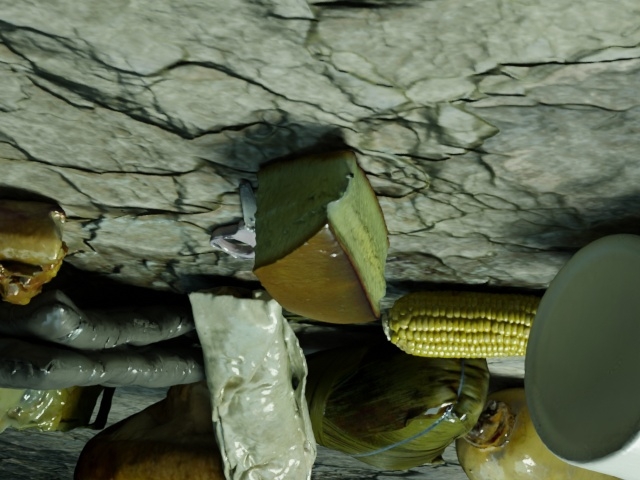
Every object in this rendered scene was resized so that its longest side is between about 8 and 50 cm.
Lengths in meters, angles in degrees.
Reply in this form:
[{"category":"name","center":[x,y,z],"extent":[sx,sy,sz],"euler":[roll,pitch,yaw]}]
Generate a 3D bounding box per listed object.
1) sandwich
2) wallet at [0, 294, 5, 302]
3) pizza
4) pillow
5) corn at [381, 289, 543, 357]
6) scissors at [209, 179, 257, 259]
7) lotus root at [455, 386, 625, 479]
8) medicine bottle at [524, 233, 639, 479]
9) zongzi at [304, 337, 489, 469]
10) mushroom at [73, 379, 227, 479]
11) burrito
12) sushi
[{"category":"sandwich","center":[0.000,0.000,1.122],"extent":[0.096,0.094,0.258],"euler":[-1,160,11]},{"category":"wallet","center":[-0.453,0.055,1.582],"extent":[0.222,0.036,0.167],"euler":[3,163,18]},{"category":"pizza","center":[-0.344,0.014,1.321],"extent":[0.305,0.085,0.161],"euler":[-6,160,39]},{"category":"pillow","center":[-0.267,0.110,1.494],"extent":[0.228,0.101,0.326],"euler":[-1,173,31]},{"category":"corn","center":[0.162,0.083,1.364],"extent":[0.206,0.067,0.067],"euler":[1,162,13]},{"category":"scissors","center":[-0.057,-0.015,1.228],"extent":[0.100,0.015,0.189],"euler":[8,162,6]},{"category":"lotus root","center":[0.271,0.262,1.766],"extent":[0.169,0.151,0.342],"euler":[-23,144,31]},{"category":"medicine bottle","center":[0.375,0.129,1.185],"extent":[0.371,0.211,0.211],"euler":[16,161,-27]},{"category":"zongzi","center":[0.024,0.165,1.586],"extent":[0.300,0.138,0.286],"euler":[12,159,-2]},{"category":"mushroom","center":[-0.155,0.260,1.854],"extent":[0.345,0.260,0.345],"euler":[-9,-171,1]},{"category":"burrito","center":[-0.066,0.193,1.556],"extent":[0.117,0.076,0.392],"euler":[1,131,9]},{"category":"sushi","center":[-0.401,0.195,1.842],"extent":[0.131,0.139,0.291],"euler":[4,166,36]}]
